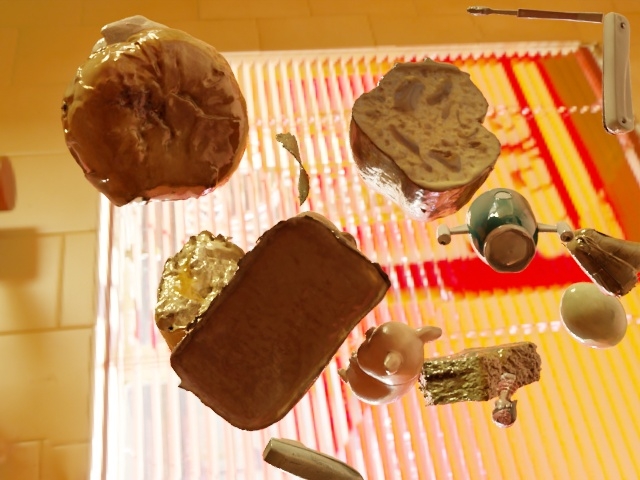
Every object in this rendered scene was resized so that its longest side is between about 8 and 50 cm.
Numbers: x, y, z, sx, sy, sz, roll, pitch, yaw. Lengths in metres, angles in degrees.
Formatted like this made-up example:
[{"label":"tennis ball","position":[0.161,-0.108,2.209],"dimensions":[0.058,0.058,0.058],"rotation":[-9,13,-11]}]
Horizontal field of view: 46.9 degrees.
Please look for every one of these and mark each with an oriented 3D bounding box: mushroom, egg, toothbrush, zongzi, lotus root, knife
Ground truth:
[{"label":"mushroom","position":[-0.005,-0.010,1.632],"dimensions":[0.247,0.096,0.108],"rotation":[27,-40,68]},{"label":"egg","position":[0.856,0.236,2.325],"dimensions":[0.253,0.186,0.186],"rotation":[47,7,-22]},{"label":"toothbrush","position":[0.302,-0.323,1.054],"dimensions":[0.017,0.194,0.014],"rotation":[-27,125,-59]},{"label":"zongzi","position":[0.722,0.016,1.804],"dimensions":[0.194,0.197,0.099],"rotation":[46,-1,-4]},{"label":"lotus root","position":[0.225,-0.191,1.529],"dimensions":[0.250,0.316,0.316],"rotation":[93,-10,-63]},{"label":"knife","position":[0.628,-0.349,1.553],"dimensions":[0.040,0.073,0.265],"rotation":[154,-60,-67]}]

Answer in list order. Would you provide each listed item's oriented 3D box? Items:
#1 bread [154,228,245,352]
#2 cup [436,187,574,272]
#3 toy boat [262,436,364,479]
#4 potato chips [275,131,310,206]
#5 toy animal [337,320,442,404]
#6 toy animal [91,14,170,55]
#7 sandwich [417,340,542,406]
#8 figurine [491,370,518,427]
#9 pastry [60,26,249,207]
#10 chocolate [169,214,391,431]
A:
[{"label":"bread","position":[-0.270,0.213,2.059],"dimensions":[0.361,0.250,0.394],"rotation":[-87,165,-48]},{"label":"cup","position":[0.411,-0.010,1.652],"dimensions":[0.173,0.300,0.167],"rotation":[-81,167,-64]},{"label":"toy boat","position":[-0.012,0.539,1.776],"dimensions":[0.085,0.261,0.078],"rotation":[-88,-157,-67]},{"label":"potato chips","position":[-0.069,-0.211,2.125],"dimensions":[0.167,0.059,0.228],"rotation":[-2,72,-87]},{"label":"toy animal","position":[0.144,0.271,1.627],"dimensions":[0.166,0.154,0.250],"rotation":[-54,175,-36]},{"label":"toy animal","position":[-0.465,-0.477,1.995],"dimensions":[0.188,0.308,0.266],"rotation":[-124,-143,-53]},{"label":"sandwich","position":[0.403,0.362,2.013],"dimensions":[0.262,0.325,0.131],"rotation":[-17,-99,50]},{"label":"figurine","position":[0.420,0.358,1.654],"dimensions":[0.072,0.054,0.129],"rotation":[103,7,-60]},{"label":"pastry","position":[-0.353,-0.259,1.608],"dimensions":[0.245,0.410,0.409],"rotation":[24,-61,59]},{"label":"chocolate","position":[-0.047,0.096,0.876],"dimensions":[0.161,0.261,0.083],"rotation":[42,4,7]}]
